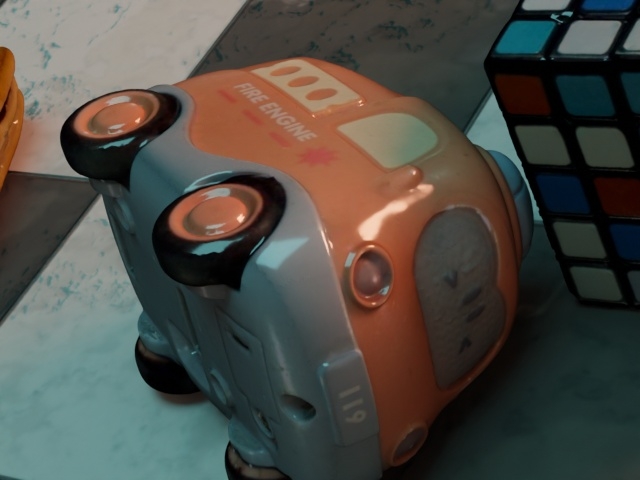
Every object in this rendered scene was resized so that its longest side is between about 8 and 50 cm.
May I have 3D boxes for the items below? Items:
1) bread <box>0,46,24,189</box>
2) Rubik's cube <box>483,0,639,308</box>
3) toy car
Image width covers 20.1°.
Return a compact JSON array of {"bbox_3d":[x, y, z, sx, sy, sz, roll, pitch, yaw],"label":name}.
[{"bbox_3d":[-0.275,-0.052,1.279,0.116,0.077,0.200,-8,43,19],"label":"bread"},{"bbox_3d":[0.220,-0.082,0.955,0.182,0.184,0.187,5,45,33],"label":"Rubik's cube"},{"bbox_3d":[0.000,0.000,0.998,0.212,0.180,0.270,-26,36,-17],"label":"toy car"}]
